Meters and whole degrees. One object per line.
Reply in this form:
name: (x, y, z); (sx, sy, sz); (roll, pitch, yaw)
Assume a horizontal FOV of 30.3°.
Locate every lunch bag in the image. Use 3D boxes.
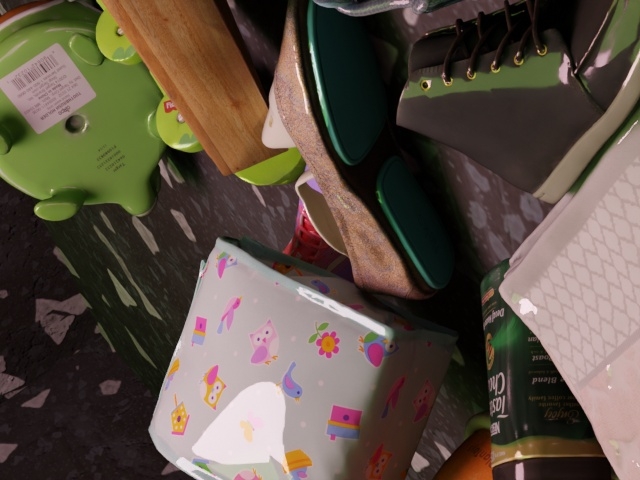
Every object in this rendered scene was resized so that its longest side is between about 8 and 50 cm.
lunch bag: (-0.034, 0.134, 1.121); (0.262, 0.223, 0.160); (24, -172, 34)

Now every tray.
tray: (-0.130, -0.217, 0.937); (0.411, 0.076, 0.203); (59, -172, -71)

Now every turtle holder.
turtle holder: (-0.299, -0.174, 1.509); (0.320, 0.243, 0.227); (20, -158, -33)

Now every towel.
towel: (0.239, 0.076, 0.650); (0.317, 0.053, 0.332); (61, 156, 20)

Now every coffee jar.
coffee jar: (0.164, 0.108, 0.871); (0.096, 0.079, 0.184); (115, 155, -71)

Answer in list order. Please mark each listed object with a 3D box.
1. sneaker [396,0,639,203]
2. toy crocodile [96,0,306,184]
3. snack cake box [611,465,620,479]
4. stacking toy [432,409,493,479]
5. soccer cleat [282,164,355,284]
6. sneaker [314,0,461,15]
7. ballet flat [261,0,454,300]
sneaker: (0.114, -0.107, 0.649); (0.118, 0.083, 0.222); (20, 144, 0)
toy crocodile: (-0.134, -0.180, 1.227); (0.340, 0.105, 0.115); (53, -162, 23)
snack cake box: (0.325, 0.261, 0.859); (0.264, 0.089, 0.152); (62, 162, -19)
stacking toy: (0.086, 0.411, 1.067); (0.351, 0.479, 0.351); (54, 167, 18)
soccer cleat: (0.000, 0.000, 1.207); (0.083, 0.095, 0.248); (47, 161, 23)
sneaker: (0.024, -0.203, 0.743); (0.262, 0.125, 0.104); (29, 148, 54)
ballet flat: (0.013, -0.072, 1.002); (0.106, 0.107, 0.316); (-3, 124, 35)
